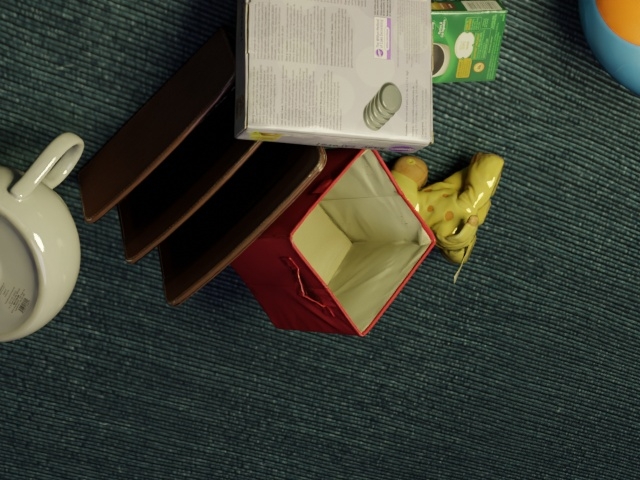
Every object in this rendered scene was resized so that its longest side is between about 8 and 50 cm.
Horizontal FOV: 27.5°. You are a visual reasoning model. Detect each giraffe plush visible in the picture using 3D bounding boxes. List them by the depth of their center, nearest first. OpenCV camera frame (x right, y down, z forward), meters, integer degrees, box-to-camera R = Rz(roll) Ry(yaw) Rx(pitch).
[{"bbox_3d":[0.150,-0.052,1.890,0.170,0.210,0.181,22,138,9],"label":"giraffe plush"}]

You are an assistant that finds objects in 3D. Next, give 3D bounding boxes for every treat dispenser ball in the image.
[{"bbox_3d":[0.477,-0.314,1.676,0.288,0.288,0.288,-8,129,-10],"label":"treat dispenser ball"}]

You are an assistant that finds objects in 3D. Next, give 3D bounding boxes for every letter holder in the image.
[{"bbox_3d":[-0.160,-0.089,1.722,0.302,0.214,0.152,-42,126,18],"label":"letter holder"}]

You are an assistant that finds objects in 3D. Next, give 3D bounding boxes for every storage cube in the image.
[{"bbox_3d":[0.000,0.000,1.780,0.215,0.193,0.184,-50,118,-27],"label":"storage cube"}]

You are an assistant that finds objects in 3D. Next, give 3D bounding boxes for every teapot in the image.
[{"bbox_3d":[-0.417,-0.003,1.746,0.256,0.187,0.252,-6,111,21],"label":"teapot"}]

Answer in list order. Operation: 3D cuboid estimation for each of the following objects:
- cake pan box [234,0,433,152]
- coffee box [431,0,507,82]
[{"bbox_3d":[0.017,-0.250,1.635,0.245,0.070,0.267,2,82,-19],"label":"cake pan box"},{"bbox_3d":[0.155,-0.270,1.779,0.184,0.040,0.113,-5,128,-13],"label":"coffee box"}]
